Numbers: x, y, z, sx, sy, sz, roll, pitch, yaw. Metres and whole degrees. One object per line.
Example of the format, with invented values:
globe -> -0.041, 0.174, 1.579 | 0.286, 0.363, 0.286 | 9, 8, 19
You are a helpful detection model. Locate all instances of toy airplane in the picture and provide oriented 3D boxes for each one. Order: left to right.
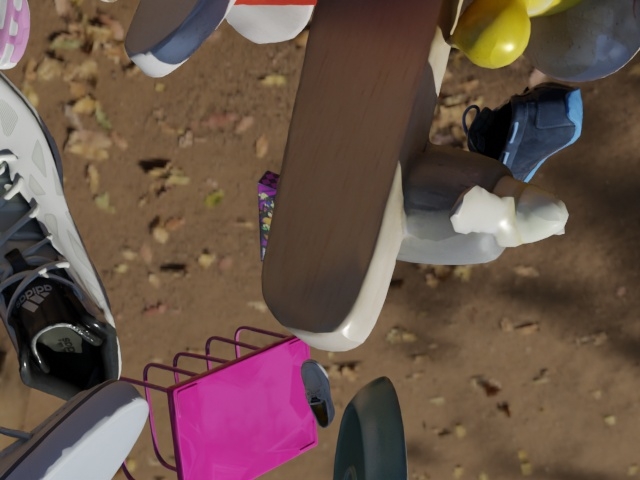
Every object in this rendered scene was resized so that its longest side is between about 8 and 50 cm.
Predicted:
toy airplane -> 0.072, -0.170, 0.619 | 0.272, 0.384, 0.386 | 29, 110, -32

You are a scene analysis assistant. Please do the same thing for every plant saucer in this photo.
plant saucer -> 0.051, 0.319, 1.264 | 0.043, 0.318, 0.318 | 3, 133, -6

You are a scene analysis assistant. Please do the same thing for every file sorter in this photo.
file sorter -> -0.175, 0.276, 1.762 | 0.182, 0.290, 0.202 | 7, 108, 42

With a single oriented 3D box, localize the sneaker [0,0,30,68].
sneaker -> -0.322, -0.196, 0.781 | 0.104, 0.095, 0.236 | -14, 152, 33

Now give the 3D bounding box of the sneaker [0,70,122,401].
sneaker -> -0.327, -0.008, 1.197 | 0.169, 0.257, 0.448 | -30, 117, -15

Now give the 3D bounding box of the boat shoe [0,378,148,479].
boat shoe -> -0.324, 0.233, 0.935 | 0.367, 0.156, 0.136 | -46, 161, -15

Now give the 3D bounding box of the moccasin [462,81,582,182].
moccasin -> 0.269, -0.161, 1.585 | 0.116, 0.138, 0.342 | 1, 162, -11

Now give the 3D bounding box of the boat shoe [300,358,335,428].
boat shoe -> -0.005, 0.212, 1.468 | 0.035, 0.035, 0.100 | -9, 109, 13

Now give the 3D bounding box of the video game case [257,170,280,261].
video game case -> 0.000, 0.000, 1.862 | 0.232, 0.042, 0.210 | 23, 142, 17
